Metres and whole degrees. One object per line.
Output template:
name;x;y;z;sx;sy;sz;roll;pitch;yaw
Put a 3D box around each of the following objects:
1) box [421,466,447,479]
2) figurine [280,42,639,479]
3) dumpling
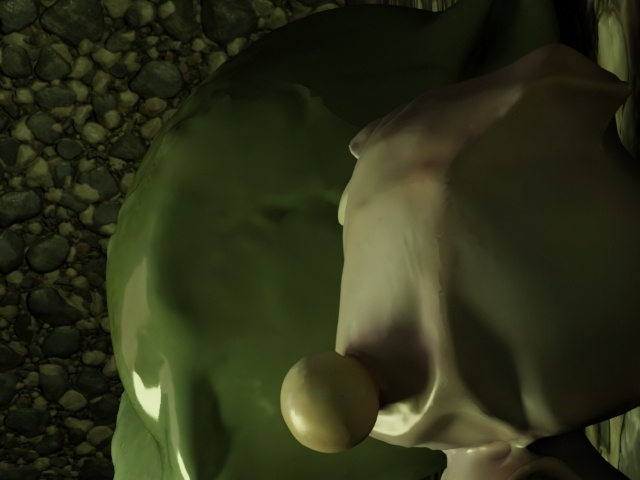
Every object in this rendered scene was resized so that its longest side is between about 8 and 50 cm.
box;0.051;0.195;0.997;0.333;0.173;0.145;93;177;-56
figurine;0.078;0.064;0.619;0.133;0.200;0.276;-2;97;45
dumpling;0.005;-0.012;0.810;0.270;0.320;0.212;52;162;49
